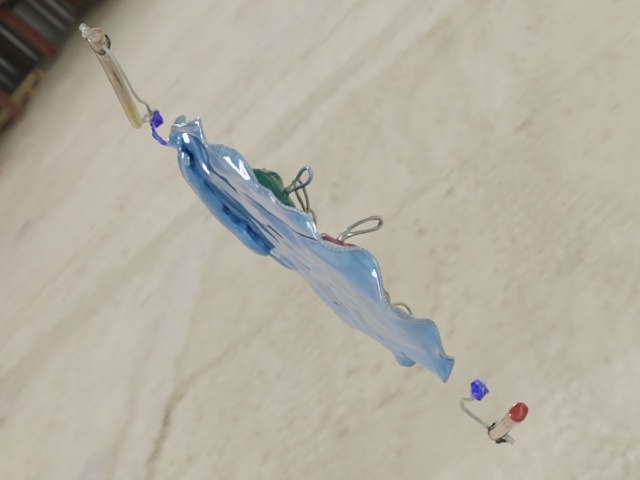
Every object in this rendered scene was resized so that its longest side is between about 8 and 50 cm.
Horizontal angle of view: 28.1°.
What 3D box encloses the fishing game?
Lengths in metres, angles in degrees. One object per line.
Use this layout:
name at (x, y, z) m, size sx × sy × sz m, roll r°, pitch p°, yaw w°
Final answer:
fishing game at (0.000, 0.000, 0.618) m, size 0.041 × 0.264 × 0.189 m, roll -48°, pitch -12°, yaw -8°
